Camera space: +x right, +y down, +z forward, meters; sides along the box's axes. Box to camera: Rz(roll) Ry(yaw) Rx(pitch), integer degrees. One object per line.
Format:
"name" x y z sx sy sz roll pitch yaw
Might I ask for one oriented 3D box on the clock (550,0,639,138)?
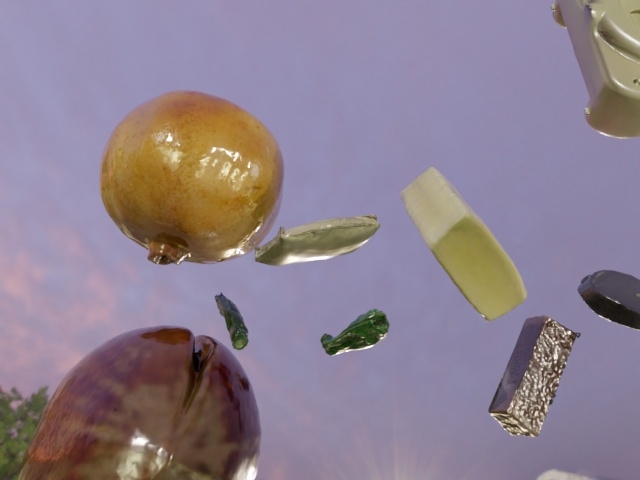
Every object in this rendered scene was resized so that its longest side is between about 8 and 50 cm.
"clock" 0.500 -0.283 0.776 0.309 0.284 0.114 -4 -30 3

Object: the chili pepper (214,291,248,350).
"chili pepper" -0.263 0.231 1.700 0.061 0.224 0.098 -21 -55 -11

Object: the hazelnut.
"hazelnut" -0.278 0.369 0.954 0.402 0.429 0.402 19 -35 13

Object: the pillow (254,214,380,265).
"pillow" 0.000 0.000 0.953 0.208 0.053 0.119 -8 -24 -31

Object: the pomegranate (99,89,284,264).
"pomegranate" -0.278 -0.118 1.266 0.416 0.417 0.417 8 -30 5

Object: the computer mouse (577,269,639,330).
"computer mouse" 0.810 0.175 1.476 0.295 0.168 0.087 34 -50 40

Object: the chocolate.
"chocolate" 0.547 0.337 1.478 0.112 0.321 0.112 38 -24 -7

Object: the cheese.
"cheese" 0.290 0.001 1.184 0.124 0.265 0.242 -40 -66 13

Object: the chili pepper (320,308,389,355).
"chili pepper" 0.088 0.234 1.430 0.100 0.074 0.257 36 -48 -19
